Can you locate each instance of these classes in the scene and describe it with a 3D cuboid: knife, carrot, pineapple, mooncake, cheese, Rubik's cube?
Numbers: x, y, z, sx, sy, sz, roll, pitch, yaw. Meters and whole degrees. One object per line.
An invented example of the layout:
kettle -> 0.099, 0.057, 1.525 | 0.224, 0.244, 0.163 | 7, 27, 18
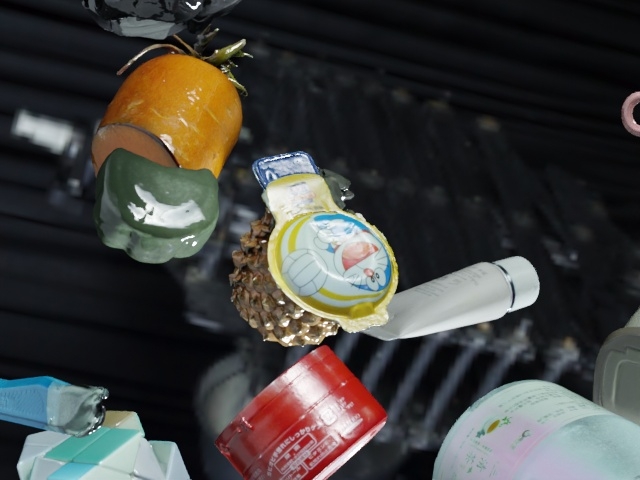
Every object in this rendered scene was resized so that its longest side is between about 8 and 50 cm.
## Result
knife -> -0.273, 0.128, 1.254 | 0.296, 0.026, 0.044 | 4, -86, 43
carrot -> -0.225, -0.176, 2.251 | 0.193, 0.214, 0.331 | -45, -168, 48
pineapple -> -0.024, -0.003, 2.353 | 0.357, 0.223, 0.223 | 104, -13, -49
mooncake -> -0.226, -0.051, 2.036 | 0.168, 0.175, 0.104 | -46, 176, -34
cheese -> 0.000, 0.000, 1.894 | 0.270, 0.177, 0.069 | 62, -32, 26
Rubik's cube -> -0.310, 0.358, 2.001 | 0.213, 0.265, 0.224 | -3, -68, 40

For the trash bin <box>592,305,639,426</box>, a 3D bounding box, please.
trash bin -> 0.533, 0.163, 2.159 | 0.250, 0.220, 0.219 | -51, 150, -47

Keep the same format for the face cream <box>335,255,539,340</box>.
face cream -> 0.187, 0.093, 2.249 | 0.143, 0.314, 0.089 | 19, -63, 56

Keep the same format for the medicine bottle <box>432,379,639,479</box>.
medicine bottle -> 0.299, 0.310, 1.669 | 0.290, 0.245, 0.245 | 23, -80, 57

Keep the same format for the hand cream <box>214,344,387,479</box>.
hand cream -> -0.022, 0.233, 1.846 | 0.125, 0.193, 0.193 | 50, -38, 9

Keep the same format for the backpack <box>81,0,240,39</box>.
backpack -> -0.178, -0.392, 1.742 | 0.363, 0.255, 0.445 | -67, -168, -15

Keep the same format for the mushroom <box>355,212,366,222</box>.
mushroom -> 0.060, 0.055, 2.612 | 0.084, 0.071, 0.209 | 4, -84, 28

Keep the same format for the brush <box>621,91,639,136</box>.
brush -> 0.515, -0.179, 2.017 | 0.233, 0.047, 0.103 | -4, -87, 30
